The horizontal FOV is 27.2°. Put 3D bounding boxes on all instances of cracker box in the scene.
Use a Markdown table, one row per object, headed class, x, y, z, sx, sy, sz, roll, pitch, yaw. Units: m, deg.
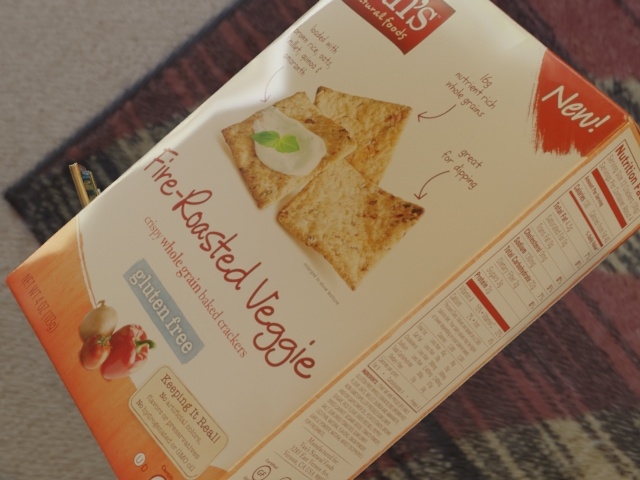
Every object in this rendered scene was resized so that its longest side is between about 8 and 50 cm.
| class | x | y | z | sx | sy | sz | roll | pitch | yaw |
| --- | --- | --- | --- | --- | --- | --- | --- | --- | --- |
| cracker box | 0.000 | 0.000 | 0.541 | 0.232 | 0.067 | 0.155 | -41 | 50 | 0 |

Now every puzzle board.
| class | x | y | z | sx | sy | sz | roll | pitch | yaw |
| --- | --- | --- | --- | --- | --- | --- | --- | --- | --- |
| puzzle board | -0.134 | 0.012 | 0.855 | 0.011 | 0.096 | 0.128 | -18 | 93 | -5 |
